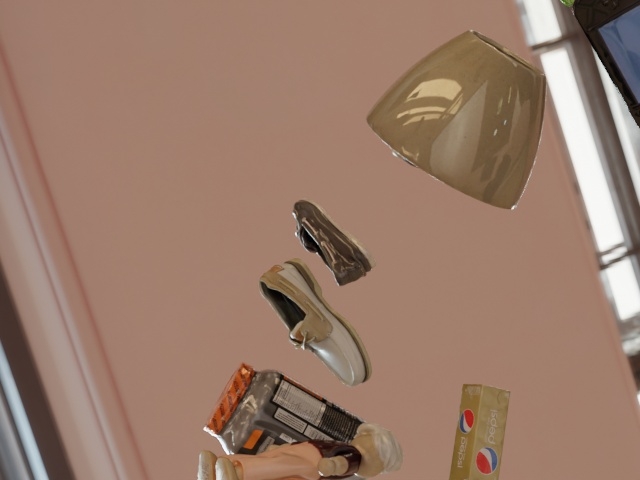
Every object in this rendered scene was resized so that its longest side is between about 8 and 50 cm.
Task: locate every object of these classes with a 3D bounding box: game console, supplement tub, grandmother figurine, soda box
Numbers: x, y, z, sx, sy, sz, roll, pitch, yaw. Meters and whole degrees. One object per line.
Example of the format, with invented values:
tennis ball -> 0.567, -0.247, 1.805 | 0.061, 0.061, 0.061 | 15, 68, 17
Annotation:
game console -> 0.600, -0.319, 1.745 | 0.250, 0.293, 0.173 | -29, -156, 19
supplement tub -> -0.055, 0.379, 2.049 | 0.194, 0.316, 0.193 | -59, -177, 5
grandmother figurine -> -0.020, 0.356, 1.679 | 0.342, 0.104, 0.207 | -1, -171, -30
soda box -> 0.264, 0.332, 1.748 | 0.061, 0.181, 0.058 | 16, 168, -25

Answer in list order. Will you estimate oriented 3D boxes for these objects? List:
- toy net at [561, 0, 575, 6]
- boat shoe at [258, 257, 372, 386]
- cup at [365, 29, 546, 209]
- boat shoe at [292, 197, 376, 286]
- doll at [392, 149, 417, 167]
toy net -> 0.495, -0.571, 2.178 | 0.045, 0.122, 0.232 | -59, -174, 42
boat shoe -> -0.018, 0.179, 2.141 | 0.103, 0.302, 0.113 | -23, 157, -40
cup -> 0.285, -0.245, 1.949 | 0.237, 0.331, 0.331 | -59, 170, 18
boat shoe -> 0.000, 0.000, 2.332 | 0.095, 0.112, 0.335 | -37, -145, -10
doll -> 0.202, -0.159, 2.043 | 0.129, 0.046, 0.189 | 18, -175, 42
